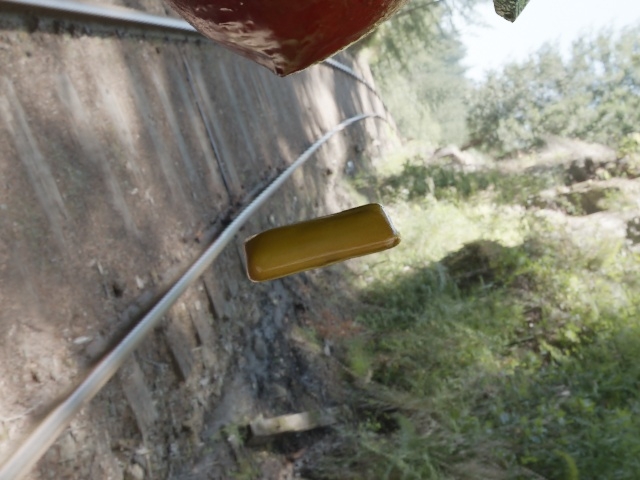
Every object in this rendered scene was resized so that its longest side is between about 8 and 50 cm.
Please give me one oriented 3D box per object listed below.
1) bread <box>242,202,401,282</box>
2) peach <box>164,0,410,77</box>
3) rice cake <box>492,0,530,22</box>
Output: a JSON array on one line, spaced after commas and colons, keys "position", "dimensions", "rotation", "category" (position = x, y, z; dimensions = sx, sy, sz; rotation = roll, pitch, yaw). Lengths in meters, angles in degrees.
[{"position": [0.000, 0.000, 1.040], "dimensions": [0.092, 0.240, 0.073], "rotation": [-125, -159, -80], "category": "bread"}, {"position": [-0.016, -0.183, 0.344], "dimensions": [0.197, 0.198, 0.197], "rotation": [-17, 90, -81], "category": "peach"}, {"position": [0.146, -0.186, 0.428], "dimensions": [0.022, 0.121, 0.022], "rotation": [33, -9, 20], "category": "rice cake"}]
